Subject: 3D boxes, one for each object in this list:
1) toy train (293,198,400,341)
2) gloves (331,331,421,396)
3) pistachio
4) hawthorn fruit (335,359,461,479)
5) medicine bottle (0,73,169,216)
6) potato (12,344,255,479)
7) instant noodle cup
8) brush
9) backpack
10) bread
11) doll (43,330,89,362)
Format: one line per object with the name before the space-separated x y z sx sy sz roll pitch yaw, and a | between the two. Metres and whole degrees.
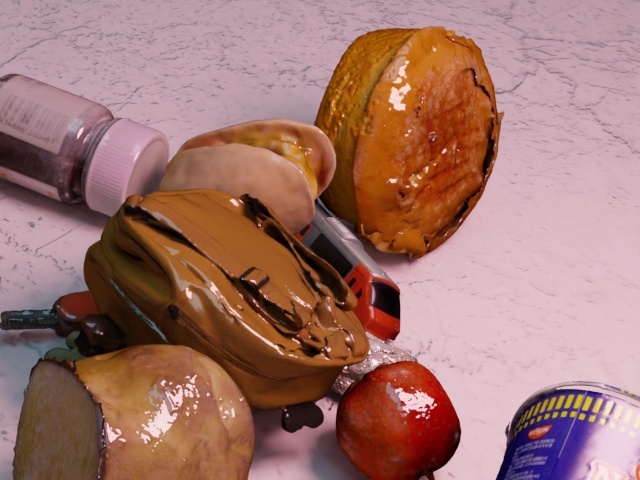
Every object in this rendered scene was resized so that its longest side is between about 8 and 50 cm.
toy train | 0.000 0.000 2.082 0.086 0.089 0.409 26 15 -47
gloves | 0.063 0.177 1.894 0.153 0.070 0.114 24 37 17
pistachio | -0.117 -0.078 2.045 0.299 0.188 0.187 -9 22 36
hawthorn fruit | 0.108 0.250 1.754 0.157 0.157 0.194 -18 63 -35
medicine bottle | -0.387 -0.142 2.122 0.273 0.165 0.165 22 37 11
potato | -0.198 0.267 1.571 0.237 0.289 0.301 12 15 -31
instant noodle cup | 0.282 0.364 1.563 0.284 0.284 0.312 24 46 16
brush | -0.288 0.101 1.922 0.323 0.051 0.070 -3 45 -25
backpack | -0.122 0.082 1.791 0.378 0.201 0.353 43 28 29
bread | 0.132 -0.159 2.158 0.204 0.358 0.336 17 5 41
doll | -0.296 0.165 1.817 0.150 0.078 0.115 21 35 41
